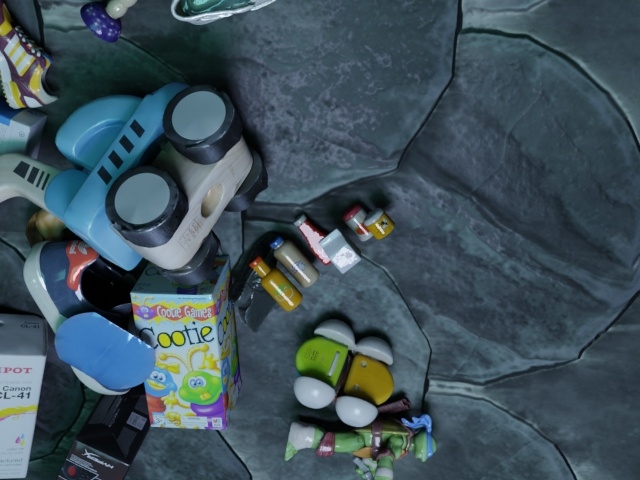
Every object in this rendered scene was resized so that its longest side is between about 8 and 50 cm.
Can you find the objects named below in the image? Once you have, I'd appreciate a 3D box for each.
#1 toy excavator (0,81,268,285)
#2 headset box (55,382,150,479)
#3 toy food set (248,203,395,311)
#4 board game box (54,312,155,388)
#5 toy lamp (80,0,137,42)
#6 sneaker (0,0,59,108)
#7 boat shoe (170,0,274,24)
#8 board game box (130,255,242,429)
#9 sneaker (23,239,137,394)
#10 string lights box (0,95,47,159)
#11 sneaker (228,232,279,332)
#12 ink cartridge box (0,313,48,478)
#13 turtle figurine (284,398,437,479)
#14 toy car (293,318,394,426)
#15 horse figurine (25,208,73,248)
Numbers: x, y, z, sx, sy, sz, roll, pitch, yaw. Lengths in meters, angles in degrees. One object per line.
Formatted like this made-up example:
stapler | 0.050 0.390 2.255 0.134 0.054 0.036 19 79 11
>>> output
toy excavator | -0.369 -0.084 1.284 0.445 0.222 0.432 27 76 20
headset box | -0.422 0.430 1.571 0.110 0.218 0.293 27 116 -5
toy food set | 0.000 0.000 1.371 0.232 0.111 0.104 -38 104 15
board game box | -0.354 0.176 1.384 0.169 0.033 0.133 35 122 -16
toy lamp | -0.237 -0.405 1.225 0.275 0.080 0.080 -35 107 23
sneaker | -0.468 -0.301 1.312 0.084 0.069 0.185 -7 121 1
boat shoe | -0.092 -0.381 1.204 0.277 0.096 0.098 -24 110 17
board game box | -0.231 0.179 1.467 0.145 0.142 0.275 1 116 7
sneaker | -0.369 0.139 1.445 0.148 0.131 0.350 -11 131 10
string lights box | -0.600 -0.189 1.371 0.260 0.076 0.133 22 116 -4
sneaker | -0.100 0.074 1.451 0.089 0.051 0.170 31 92 -42
ink cartridge box | -0.641 0.292 1.541 0.226 0.131 0.306 5 120 -23
turtle figurine | 0.068 0.425 1.523 0.267 0.198 0.274 10 113 6
toy car | 0.034 0.241 1.481 0.182 0.159 0.136 24 153 -5
horse figurine | -0.403 -0.030 1.432 0.264 0.066 0.174 -14 121 10
